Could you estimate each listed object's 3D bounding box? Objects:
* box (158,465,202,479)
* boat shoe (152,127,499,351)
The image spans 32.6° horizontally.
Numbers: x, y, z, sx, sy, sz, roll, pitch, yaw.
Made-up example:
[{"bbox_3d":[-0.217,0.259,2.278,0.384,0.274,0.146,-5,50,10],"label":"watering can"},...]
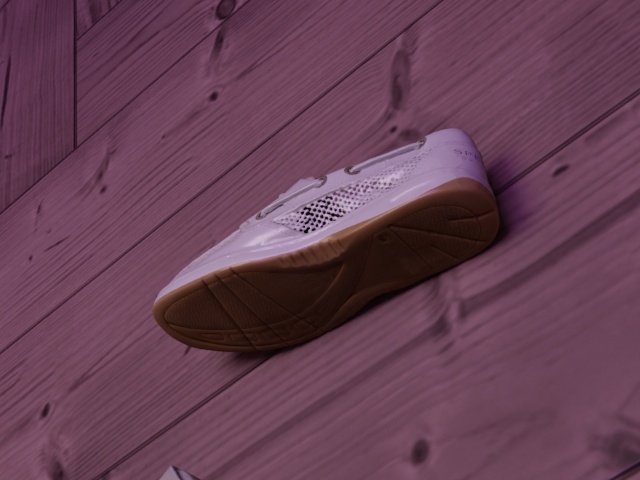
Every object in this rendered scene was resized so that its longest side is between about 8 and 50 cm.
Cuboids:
[{"bbox_3d":[-0.079,0.272,0.607,0.232,0.148,0.127,-52,36,-2],"label":"box"},{"bbox_3d":[0.000,0.000,0.813,0.277,0.098,0.096,-22,44,21],"label":"boat shoe"}]
